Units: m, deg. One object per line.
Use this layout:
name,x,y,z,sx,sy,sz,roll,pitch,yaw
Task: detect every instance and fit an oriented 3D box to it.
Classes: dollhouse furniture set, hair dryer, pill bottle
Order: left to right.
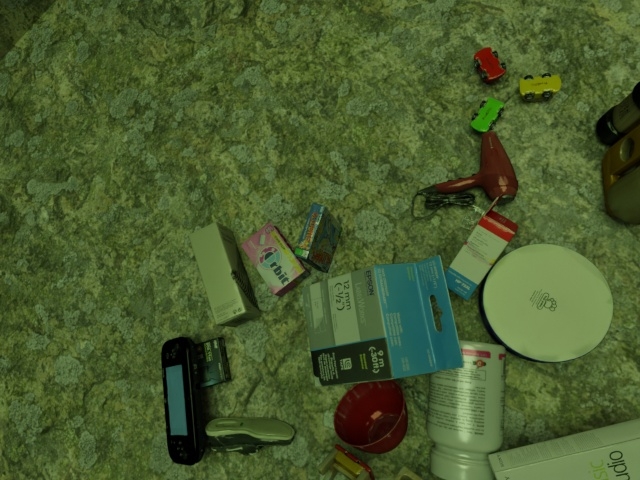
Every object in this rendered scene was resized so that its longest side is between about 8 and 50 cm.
dollhouse furniture set,0.193,0.577,0.923,0.374,0.201,0.152,20,46,40
pill bottle,0.317,0.365,0.962,0.160,0.160,0.283,3,77,16
hair dryer,0.383,-0.149,1.115,0.224,0.080,0.293,31,86,19

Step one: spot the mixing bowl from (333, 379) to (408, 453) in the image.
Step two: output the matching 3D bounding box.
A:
mixing bowl,0.133,0.418,1.014,0.181,0.181,0.098,-33,114,5

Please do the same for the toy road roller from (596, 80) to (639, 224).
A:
toy road roller,0.786,-0.203,0.961,0.241,0.202,0.329,6,76,6

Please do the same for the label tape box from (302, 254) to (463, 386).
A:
label tape box,0.125,0.191,1.008,0.348,0.115,0.249,-23,68,41

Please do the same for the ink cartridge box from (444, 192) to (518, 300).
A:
ink cartridge box,0.377,0.011,1.003,0.078,0.134,0.231,35,113,18

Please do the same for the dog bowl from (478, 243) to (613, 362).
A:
dog bowl,0.502,0.143,0.997,0.265,0.104,0.264,-4,76,15

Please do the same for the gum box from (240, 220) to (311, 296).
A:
gum box,-0.127,0.049,1.215,0.107,0.062,0.188,-38,70,3

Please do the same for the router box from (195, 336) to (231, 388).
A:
router box,-0.304,0.337,1.204,0.092,0.038,0.122,-19,72,10

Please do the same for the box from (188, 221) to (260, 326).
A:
box,-0.266,0.096,1.218,0.094,0.113,0.275,-25,73,8

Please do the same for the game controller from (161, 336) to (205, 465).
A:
game controller,-0.370,0.420,1.160,0.166,0.067,0.319,-20,72,36

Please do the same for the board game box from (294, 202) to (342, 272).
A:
board game box,0.000,0.000,1.119,0.035,0.201,0.136,17,82,19

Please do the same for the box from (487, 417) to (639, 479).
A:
box,0.517,0.484,0.836,0.322,0.058,0.232,-21,99,13

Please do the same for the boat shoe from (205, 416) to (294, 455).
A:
boat shoe,-0.176,0.503,1.116,0.233,0.084,0.079,-4,97,11

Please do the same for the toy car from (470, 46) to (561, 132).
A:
toy car,0.473,-0.376,1.162,0.239,0.053,0.225,34,87,21
